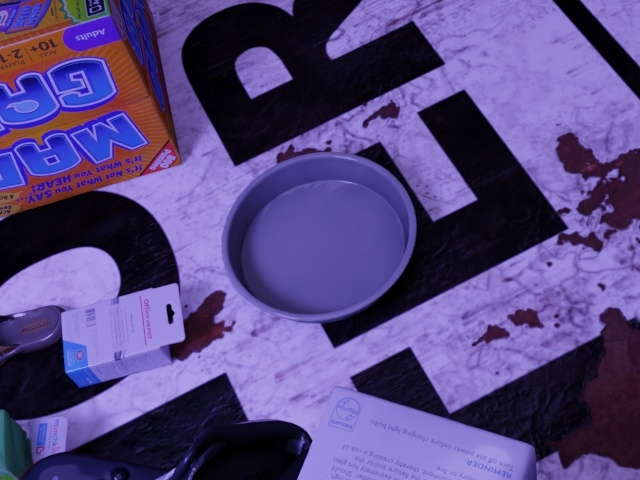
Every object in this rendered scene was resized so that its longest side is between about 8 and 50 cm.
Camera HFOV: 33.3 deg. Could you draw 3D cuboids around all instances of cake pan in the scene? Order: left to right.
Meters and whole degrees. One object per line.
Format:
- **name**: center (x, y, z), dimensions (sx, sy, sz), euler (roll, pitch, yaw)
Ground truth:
- **cake pan**: center (0.000, 0.000, 1.601), dimensions (0.293, 0.054, 0.293), euler (-5, 58, 8)

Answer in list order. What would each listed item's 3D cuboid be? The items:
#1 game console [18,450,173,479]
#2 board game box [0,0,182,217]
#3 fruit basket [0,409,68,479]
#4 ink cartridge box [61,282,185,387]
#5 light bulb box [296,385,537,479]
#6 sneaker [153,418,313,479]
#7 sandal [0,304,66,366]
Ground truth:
- **game console**: center (-0.227, 0.450, 1.232), dimensions (0.341, 0.060, 0.387), euler (8, 61, 5)
- **board game box**: center (-0.462, -0.307, 1.703), dimensions (0.356, 0.356, 0.357), euler (-16, 57, 1)
- **fruit basket**: center (-0.486, 0.409, 1.383), dimensions (0.327, 0.165, 0.353), euler (-10, 58, 5)
- **ink cartridge box**: center (-0.281, 0.139, 1.568), dimensions (0.180, 0.060, 0.104), euler (-14, 57, 3)
- **light bulb box**: center (0.077, 0.410, 1.154), dimensions (0.225, 0.358, 0.361), euler (14, 64, 20)
- **sneaker**: center (-0.199, 0.312, 1.140), dimensions (0.447, 0.257, 0.169), euler (-28, 68, -19)
- **sandal**: center (-0.485, 0.150, 1.603), dimensions (0.219, 0.060, 0.090), euler (-20, 57, -1)
